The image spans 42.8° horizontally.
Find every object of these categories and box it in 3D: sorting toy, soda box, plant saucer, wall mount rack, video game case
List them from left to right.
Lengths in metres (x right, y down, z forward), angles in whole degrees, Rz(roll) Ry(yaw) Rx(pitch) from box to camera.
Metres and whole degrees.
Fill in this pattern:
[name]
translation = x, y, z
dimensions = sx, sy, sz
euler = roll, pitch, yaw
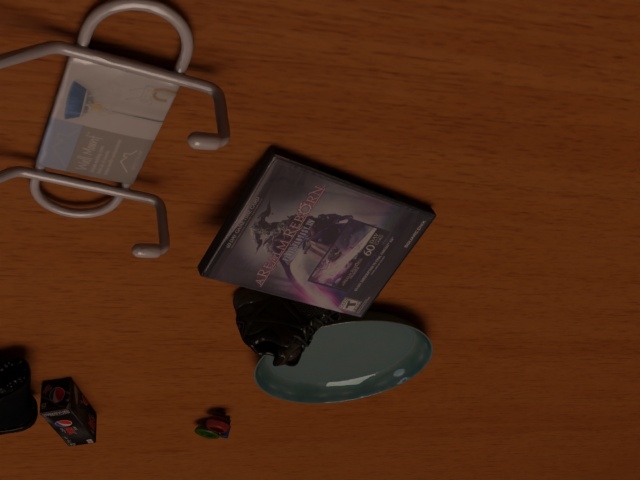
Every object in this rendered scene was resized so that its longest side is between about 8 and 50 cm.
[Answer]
[wall mount rack]
translation = -0.272, -0.095, 0.841
dimensions = 0.304, 0.131, 0.350
euler = 10, 141, -26
[soda box]
translation = -0.447, 0.309, 1.453
dimensions = 0.053, 0.060, 0.169
euler = -7, 147, -2
[sorting toy]
translation = -0.207, 0.364, 1.622
dimensions = 0.061, 0.042, 0.102
euler = 26, 147, -20
[video game case]
translation = 0.000, 0.000, 1.090
dimensions = 0.274, 0.026, 0.196
euler = 17, 118, -35
[plant saucer]
translation = 0.039, 0.204, 1.439
dimensions = 0.317, 0.044, 0.318
euler = -6, 145, -4

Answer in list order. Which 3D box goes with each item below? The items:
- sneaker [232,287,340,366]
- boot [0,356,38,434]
[sneaker]
translation = -0.012, 0.121, 1.229
dimensions = 0.227, 0.130, 0.087
euler = -11, 148, -4
[boot]
translation = -0.585, 0.260, 1.312
dimensions = 0.246, 0.094, 0.207
euler = -7, 150, -16
